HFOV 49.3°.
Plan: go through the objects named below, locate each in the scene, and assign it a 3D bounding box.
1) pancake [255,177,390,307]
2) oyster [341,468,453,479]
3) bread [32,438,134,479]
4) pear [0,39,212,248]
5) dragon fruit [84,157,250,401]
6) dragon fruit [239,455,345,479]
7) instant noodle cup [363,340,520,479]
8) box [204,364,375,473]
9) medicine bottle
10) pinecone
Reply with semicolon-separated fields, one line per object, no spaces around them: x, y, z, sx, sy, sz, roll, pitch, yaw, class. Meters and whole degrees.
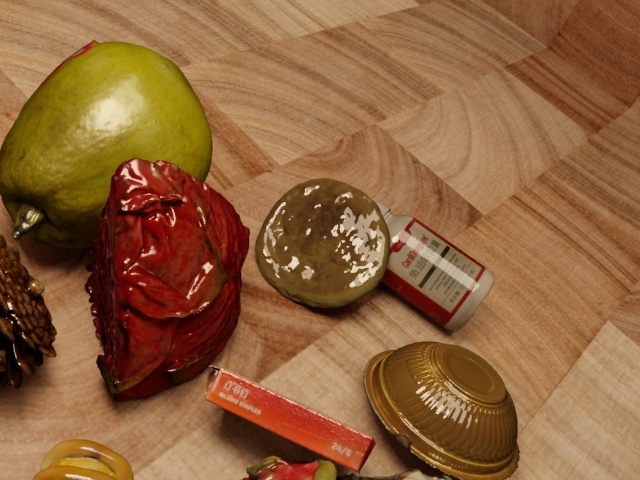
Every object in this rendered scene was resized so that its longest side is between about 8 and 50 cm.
0.000;0.000;1.178;0.241;0.050;0.242;-4;65;8;pancake
0.151;0.411;0.859;0.351;0.115;0.238;40;20;32;oyster
-0.281;0.305;0.788;0.119;0.084;0.177;20;38;-9;bread
-0.328;-0.125;1.039;0.287;0.287;0.375;31;51;4;pear
-0.241;0.038;0.943;0.240;0.330;0.302;5;44;7;dragon fruit
-0.036;0.335;0.832;0.166;0.160;0.172;-2;30;33;dragon fruit
0.204;0.231;1.054;0.274;0.091;0.274;22;26;-12;instant noodle cup
-0.041;0.236;0.923;0.229;0.123;0.050;23;76;12;box
0.176;0.043;1.244;0.250;0.131;0.131;36;43;8;medicine bottle
-0.427;0.096;0.847;0.207;0.208;0.208;15;44;-14;pinecone
